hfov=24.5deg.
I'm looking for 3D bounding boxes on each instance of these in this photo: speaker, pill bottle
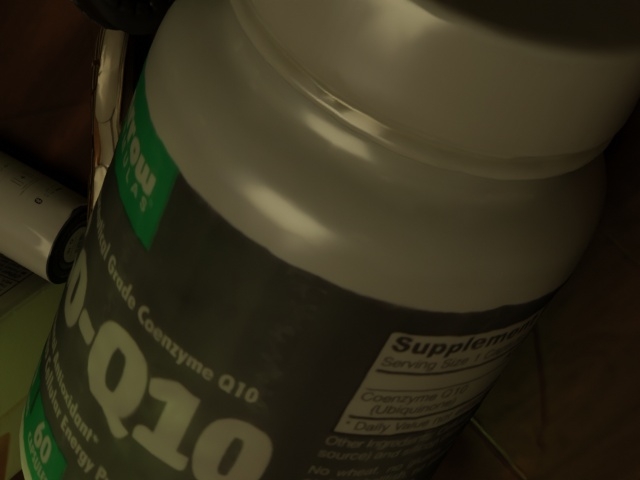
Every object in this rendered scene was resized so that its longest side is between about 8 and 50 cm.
[{"bbox_3d":[-0.199,-0.029,0.881,0.136,0.055,0.055,28,128,17],"label":"speaker"},{"bbox_3d":[0.000,0.000,0.668,0.204,0.204,0.361,36,130,11],"label":"pill bottle"}]

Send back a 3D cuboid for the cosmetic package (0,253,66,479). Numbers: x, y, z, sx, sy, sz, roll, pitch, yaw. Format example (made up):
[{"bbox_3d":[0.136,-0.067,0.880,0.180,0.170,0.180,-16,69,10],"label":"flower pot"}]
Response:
[{"bbox_3d":[-0.288,0.112,0.861,0.153,0.296,0.129,18,123,25],"label":"cosmetic package"}]

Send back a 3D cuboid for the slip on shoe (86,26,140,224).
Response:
[{"bbox_3d":[-0.106,-0.062,0.812,0.041,0.051,0.135,1,114,-12],"label":"slip on shoe"}]

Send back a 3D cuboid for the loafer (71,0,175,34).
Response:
[{"bbox_3d":[-0.136,-0.195,0.740,0.220,0.080,0.078,60,153,3],"label":"loafer"}]
